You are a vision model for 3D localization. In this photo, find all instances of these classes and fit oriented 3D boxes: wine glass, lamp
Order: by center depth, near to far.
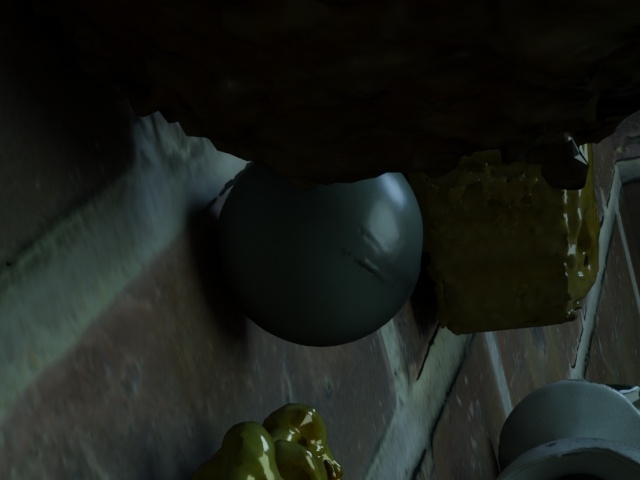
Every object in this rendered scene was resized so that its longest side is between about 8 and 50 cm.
[{"bbox_3d":[0.000,0.000,0.913,0.105,0.105,0.105,-12,90,-75],"label":"lamp"},{"bbox_3d":[0.196,0.200,1.417,0.196,0.164,0.165,-78,153,-75],"label":"wine glass"}]

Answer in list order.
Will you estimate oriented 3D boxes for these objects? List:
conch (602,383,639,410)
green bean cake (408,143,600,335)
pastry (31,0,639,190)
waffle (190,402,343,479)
[{"bbox_3d":[0.287,0.240,1.772,0.176,0.122,0.188,17,58,-50],"label":"conch"},{"bbox_3d":[0.141,-0.053,1.393,0.229,0.131,0.224,-44,129,-76],"label":"green bean cake"},{"bbox_3d":[0.037,-0.196,0.708,0.405,0.337,0.292,63,37,-46],"label":"pastry"},{"bbox_3d":[-0.002,0.229,0.807,0.283,0.065,0.309,46,38,-60],"label":"waffle"}]
